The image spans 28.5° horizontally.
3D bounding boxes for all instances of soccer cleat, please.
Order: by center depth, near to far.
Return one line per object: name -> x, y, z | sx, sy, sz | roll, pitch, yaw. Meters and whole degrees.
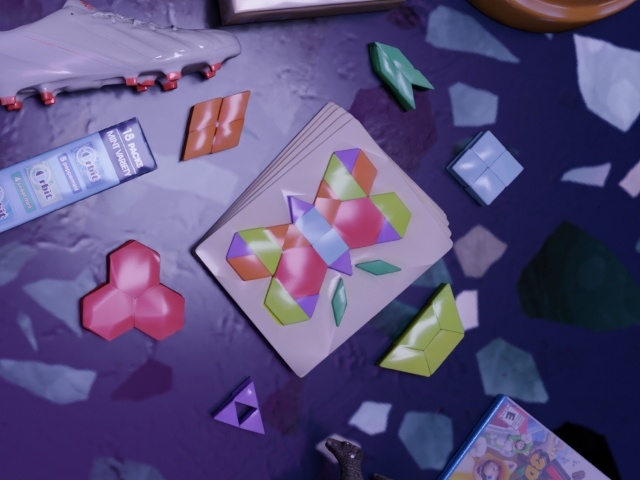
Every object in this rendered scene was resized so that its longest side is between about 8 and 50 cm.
soccer cleat -> -0.157, -0.147, 0.937 | 0.196, 0.068, 0.076 | -9, 90, -11

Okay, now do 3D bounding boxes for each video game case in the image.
video game case -> 0.178, 0.224, 1.051 | 0.166, 0.015, 0.119 | 39, 82, -12

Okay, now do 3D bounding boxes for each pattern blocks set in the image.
pattern blocks set -> 0.000, 0.000, 0.998 | 0.285, 0.026, 0.324 | 36, 82, -12

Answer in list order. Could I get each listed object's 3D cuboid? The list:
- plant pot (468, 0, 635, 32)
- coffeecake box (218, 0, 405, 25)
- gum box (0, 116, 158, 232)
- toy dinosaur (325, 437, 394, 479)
plant pot -> 0.207, -0.273, 0.961 | 0.205, 0.188, 0.205 | 0, 91, -14
coffeecake box -> -0.014, -0.267, 0.967 | 0.142, 0.068, 0.185 | -8, 93, -14
gum box -> -0.214, -0.030, 0.877 | 0.184, 0.157, 0.041 | -24, 97, -13
toy dinosaur -> 0.045, 0.248, 0.929 | 0.314, 0.121, 0.160 | 16, 68, 29
